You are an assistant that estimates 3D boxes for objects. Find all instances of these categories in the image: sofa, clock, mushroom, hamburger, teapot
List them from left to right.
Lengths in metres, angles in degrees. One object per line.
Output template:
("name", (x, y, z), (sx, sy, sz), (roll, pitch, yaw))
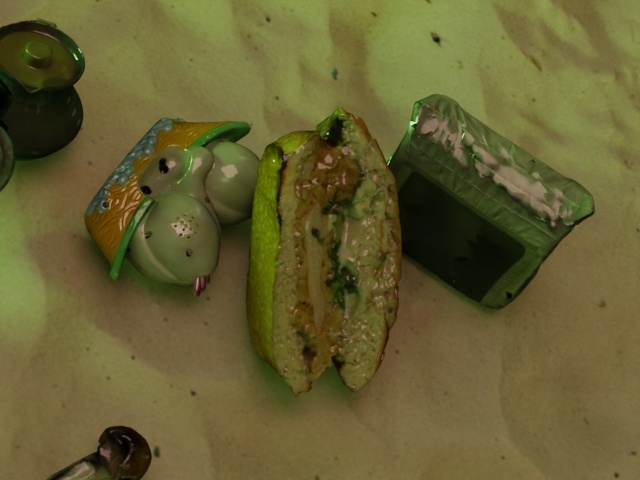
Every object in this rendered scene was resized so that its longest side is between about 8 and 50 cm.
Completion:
("teapot", (-0.296, -0.162, 1.718), (0.130, 0.119, 0.165), (18, 44, -13))
("mushroom", (-0.239, 0.240, 1.582), (0.187, 0.061, 0.060), (-34, 84, -16))
("clock", (-0.138, -0.039, 1.718), (0.144, 0.103, 0.231), (35, 62, 1))
("hamburger", (0.000, 0.000, 1.681), (0.144, 0.156, 0.283), (-2, 106, -14))
("sofa", (0.176, -0.067, 1.756), (0.210, 0.225, 0.176), (34, 63, 5))

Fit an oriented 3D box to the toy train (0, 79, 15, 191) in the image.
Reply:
("toy train", (-0.428, -0.062, 1.568), (0.221, 0.150, 0.304), (39, 75, -18))
